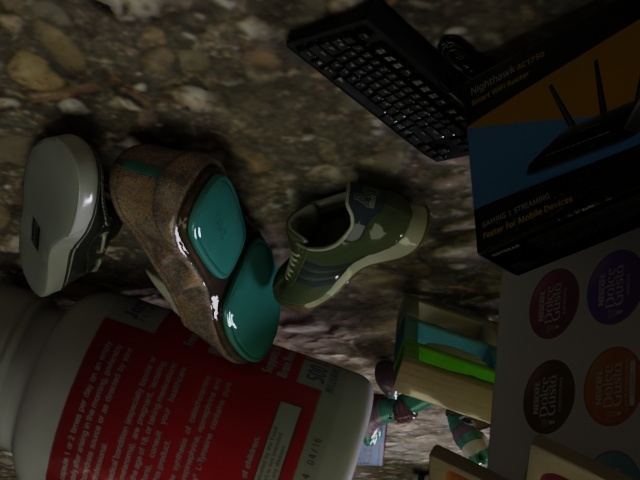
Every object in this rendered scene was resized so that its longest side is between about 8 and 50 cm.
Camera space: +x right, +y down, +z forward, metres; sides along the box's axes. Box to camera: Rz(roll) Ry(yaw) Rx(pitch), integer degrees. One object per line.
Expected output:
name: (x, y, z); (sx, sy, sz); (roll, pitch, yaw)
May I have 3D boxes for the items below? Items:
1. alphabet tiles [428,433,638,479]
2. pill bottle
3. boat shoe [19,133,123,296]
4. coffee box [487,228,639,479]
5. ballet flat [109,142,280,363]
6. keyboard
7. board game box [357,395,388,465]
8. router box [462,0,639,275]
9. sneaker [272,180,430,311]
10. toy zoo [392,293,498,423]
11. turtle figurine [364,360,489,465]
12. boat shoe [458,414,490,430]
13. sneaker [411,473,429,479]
alphabet tiles: (0.189, 0.242, 0.628); (0.285, 0.011, 0.342); (24, 144, 24)
pill bottle: (-0.167, 0.188, 1.125); (0.407, 0.229, 0.229); (18, 154, 2)
boat shoe: (-0.207, -0.027, 0.914); (0.070, 0.078, 0.219); (-22, 164, -30)
coffee box: (0.347, 0.101, 0.728); (0.338, 0.338, 0.334); (19, 157, -28)
ballet flat: (-0.108, 0.010, 0.954); (0.106, 0.108, 0.316); (19, 153, 18)
keyboard: (0.070, -0.104, 0.744); (0.108, 0.023, 0.180); (-15, 149, 36)
board game box: (0.022, 0.269, 1.531); (0.145, 0.027, 0.281); (2, 155, 3)
router box: (0.171, -0.071, 0.645); (0.179, 0.133, 0.046); (-26, 142, 37)
sneaker: (0.000, 0.000, 0.933); (0.086, 0.064, 0.192); (25, 144, -31)
toy zoo: (0.163, 0.113, 1.000); (0.192, 0.030, 0.293); (19, -169, 2)
turtle figurine: (0.160, 0.167, 1.198); (0.234, 0.118, 0.175); (-11, -169, 33)
boat shoe: (0.165, 0.155, 1.067); (0.183, 0.066, 0.066); (22, -168, 20)
sneaker: (0.222, 0.445, 1.804); (0.094, 0.090, 0.235); (-13, 152, 15)
